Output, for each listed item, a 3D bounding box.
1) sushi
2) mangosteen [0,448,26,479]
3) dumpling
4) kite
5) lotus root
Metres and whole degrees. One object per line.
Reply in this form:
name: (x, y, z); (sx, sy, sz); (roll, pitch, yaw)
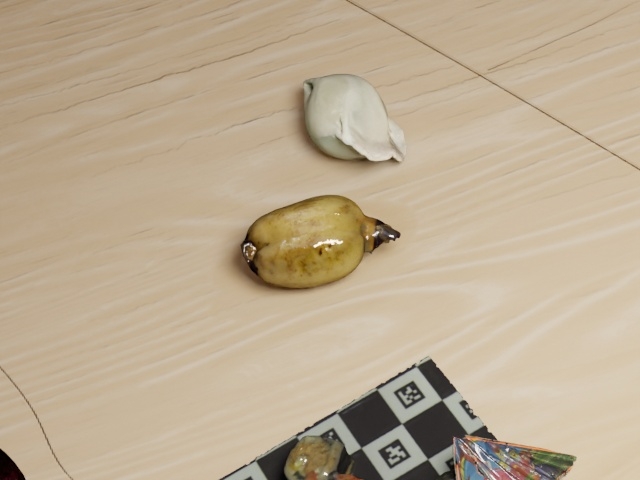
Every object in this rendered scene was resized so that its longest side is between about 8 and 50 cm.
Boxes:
sushi: (0.074, 0.326, 1.613); (0.359, 0.064, 0.343); (-28, 52, -12)
mangosteen: (-0.479, 0.345, 1.608); (0.265, 0.228, 0.228); (-4, 51, -3)
dumpling: (0.056, -0.181, 1.986); (0.151, 0.124, 0.229); (10, 34, -29)
kite: (0.218, 0.304, 1.577); (0.183, 0.014, 0.241); (40, 46, 11)
lotus root: (0.000, 0.000, 1.850); (0.221, 0.118, 0.125); (-11, 84, 0)
